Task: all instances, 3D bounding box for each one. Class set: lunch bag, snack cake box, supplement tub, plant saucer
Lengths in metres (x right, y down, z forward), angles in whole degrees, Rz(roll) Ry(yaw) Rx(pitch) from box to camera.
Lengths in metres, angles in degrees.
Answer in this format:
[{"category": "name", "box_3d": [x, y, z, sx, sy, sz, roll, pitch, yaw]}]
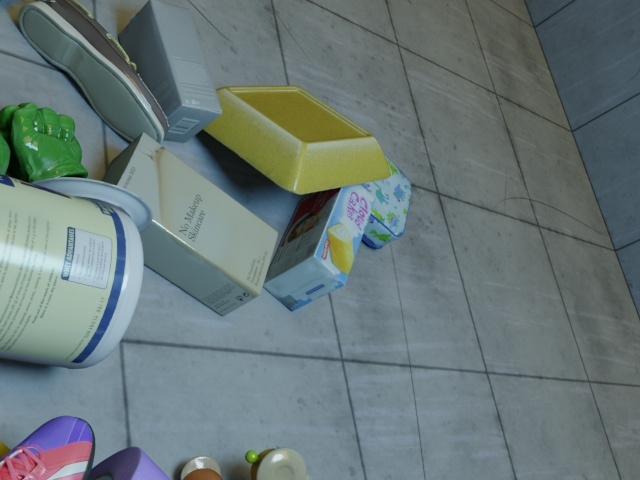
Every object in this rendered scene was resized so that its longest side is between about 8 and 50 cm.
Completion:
[{"category": "lunch bag", "box_3d": [0.120, -0.105, 1.845, 0.176, 0.090, 0.218, 40, 42, -23]}, {"category": "snack cake box", "box_3d": [0.000, 0.000, 1.595, 0.089, 0.152, 0.264, 43, 41, -20]}, {"category": "supplement tub", "box_3d": [-0.426, 0.033, 1.044, 0.325, 0.235, 0.235, 19, 53, -40]}, {"category": "plant saucer", "box_3d": [-0.053, -0.226, 1.616, 0.333, 0.080, 0.333, 37, 30, 27]}]

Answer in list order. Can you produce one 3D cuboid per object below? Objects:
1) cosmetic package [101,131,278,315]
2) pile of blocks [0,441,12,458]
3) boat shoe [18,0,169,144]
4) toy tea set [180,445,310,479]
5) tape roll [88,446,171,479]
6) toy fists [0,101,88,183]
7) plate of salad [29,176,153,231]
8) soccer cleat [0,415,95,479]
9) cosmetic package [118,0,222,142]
[{"category": "cosmetic package", "box_3d": [-0.236, -0.023, 1.388, 0.309, 0.113, 0.160, 37, 43, -26]}, {"category": "pile of blocks", "box_3d": [-0.494, 0.212, 0.921, 0.362, 0.149, 0.112, 43, 40, -19]}, {"category": "boat shoe", "box_3d": [-0.382, -0.304, 1.418, 0.324, 0.117, 0.096, 45, 43, -8]}, {"category": "toy tea set", "box_3d": [-0.079, 0.436, 1.282, 0.336, 0.124, 0.200, 47, 69, -19]}, {"category": "tape roll", "box_3d": [-0.286, 0.374, 0.936, 0.090, 0.275, 0.274, 49, 39, -10]}, {"category": "toy fists", "box_3d": [-0.483, -0.135, 1.208, 0.279, 0.096, 0.142, -23, 83, -50]}, {"category": "plate of salad", "box_3d": [-0.353, -0.054, 1.208, 0.200, 0.200, 0.048, 21, 57, -38]}, {"category": "soccer cleat", "box_3d": [-0.368, 0.302, 0.880, 0.318, 0.109, 0.116, -53, 142, -41]}, {"category": "cosmetic package", "box_3d": [-0.289, -0.320, 1.518, 0.107, 0.127, 0.237, 3, 66, -46]}]
